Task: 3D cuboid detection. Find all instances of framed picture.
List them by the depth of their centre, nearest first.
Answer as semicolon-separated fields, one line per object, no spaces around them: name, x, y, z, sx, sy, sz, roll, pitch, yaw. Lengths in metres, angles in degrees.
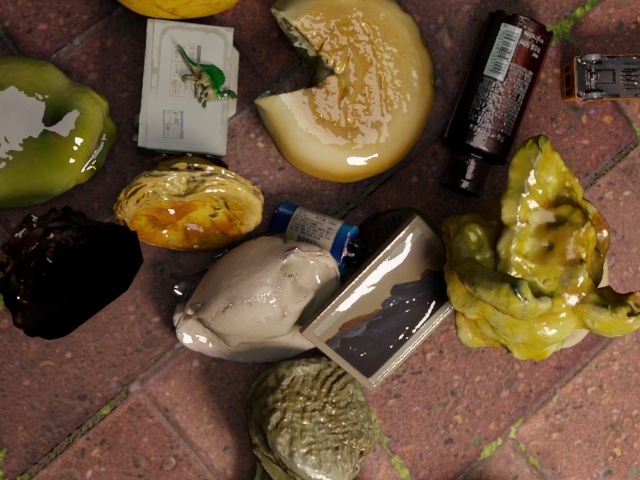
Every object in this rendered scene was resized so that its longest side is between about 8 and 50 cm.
framed picture;0.118;0.106;1.535;0.265;0.018;0.192;-46;121;3

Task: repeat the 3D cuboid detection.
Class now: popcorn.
popcorn;0.302;0.037;1.418;0.321;0.290;0.325;54;38;-6

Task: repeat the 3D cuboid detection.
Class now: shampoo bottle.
shampoo bottle;0.000;0.000;1.561;0.183;0.050;0.087;20;94;27
shampoo bottle;0.302;-0.236;1.662;0.129;0.084;0.323;20;86;-7

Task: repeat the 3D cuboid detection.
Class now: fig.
fig;0.142;0.065;1.605;0.149;0.149;0.245;-18;105;-11

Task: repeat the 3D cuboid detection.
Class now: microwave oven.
microwave oven;-0.220;-0.239;1.533;0.162;0.122;0.208;4;88;-12

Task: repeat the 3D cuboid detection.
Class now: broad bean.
broad bean;-0.471;-0.172;1.484;0.291;0.119;0.238;-14;101;-9

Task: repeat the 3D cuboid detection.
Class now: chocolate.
chocolate;-0.425;0.016;1.471;0.177;0.206;0.224;40;64;21

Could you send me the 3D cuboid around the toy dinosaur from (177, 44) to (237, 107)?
toy dinosaur;-0.181;-0.257;1.470;0.060;0.029;0.120;-36;91;-25

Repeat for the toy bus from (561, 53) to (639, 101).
toy bus;0.540;-0.292;1.709;0.194;0.088;0.083;-2;90;-10

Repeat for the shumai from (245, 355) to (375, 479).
shumai;-0.045;0.321;1.555;0.225;0.222;0.261;25;48;-24

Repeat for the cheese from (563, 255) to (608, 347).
cheese;0.372;0.069;1.647;0.266;0.127;0.233;4;89;-12

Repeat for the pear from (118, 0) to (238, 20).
pear;-0.230;-0.475;1.461;0.280;0.281;0.281;0;89;-12

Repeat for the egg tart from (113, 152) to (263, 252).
egg tart;-0.208;-0.064;1.498;0.241;0.241;0.106;3;60;-12

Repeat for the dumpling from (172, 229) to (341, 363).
dumpling;-0.100;0.091;1.547;0.293;0.204;0.163;-30;58;13

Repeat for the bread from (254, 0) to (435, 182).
bread;0.040;-0.260;1.568;0.333;0.160;0.333;0;91;-12
